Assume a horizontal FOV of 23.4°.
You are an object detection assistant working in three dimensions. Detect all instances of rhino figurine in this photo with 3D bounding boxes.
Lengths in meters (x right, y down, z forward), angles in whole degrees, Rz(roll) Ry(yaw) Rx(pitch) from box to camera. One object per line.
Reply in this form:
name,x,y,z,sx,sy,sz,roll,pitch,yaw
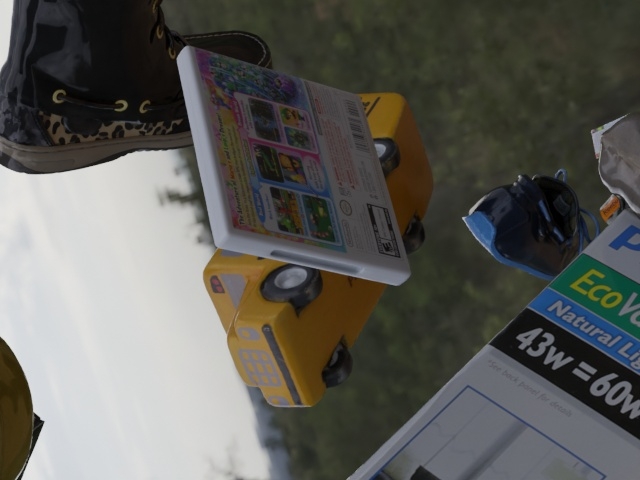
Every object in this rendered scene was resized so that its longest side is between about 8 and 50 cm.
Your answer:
rhino figurine,0.261,-0.018,1.015,0.106,0.073,0.243,25,-165,-26

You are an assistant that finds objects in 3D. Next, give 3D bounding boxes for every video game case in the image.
video game case,-0.018,-0.049,1.002,0.019,0.143,0.157,-46,44,38

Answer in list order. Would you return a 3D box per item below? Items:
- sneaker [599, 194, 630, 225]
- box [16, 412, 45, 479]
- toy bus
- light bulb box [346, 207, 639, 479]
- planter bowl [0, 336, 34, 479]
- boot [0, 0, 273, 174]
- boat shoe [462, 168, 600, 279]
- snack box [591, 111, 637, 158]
sneaker,0.330,-0.052,1.464,0.100,0.108,0.271,-89,5,-46
box,-0.344,0.162,1.359,0.190,0.045,0.184,37,131,11
toy bus,0.000,0.000,1.393,0.333,0.130,0.108,-58,-41,-42
light bulb box,0.195,0.241,1.109,0.225,0.361,0.358,34,152,31
planter bowl,-0.257,0.118,1.041,0.217,0.090,0.217,6,99,44
boot,-0.192,-0.243,1.695,0.138,0.377,0.284,45,138,35
boat shoe,0.228,-0.016,1.541,0.109,0.089,0.258,49,-165,11
snack box,0.387,-0.124,1.713,0.100,0.141,0.037,159,102,-73
